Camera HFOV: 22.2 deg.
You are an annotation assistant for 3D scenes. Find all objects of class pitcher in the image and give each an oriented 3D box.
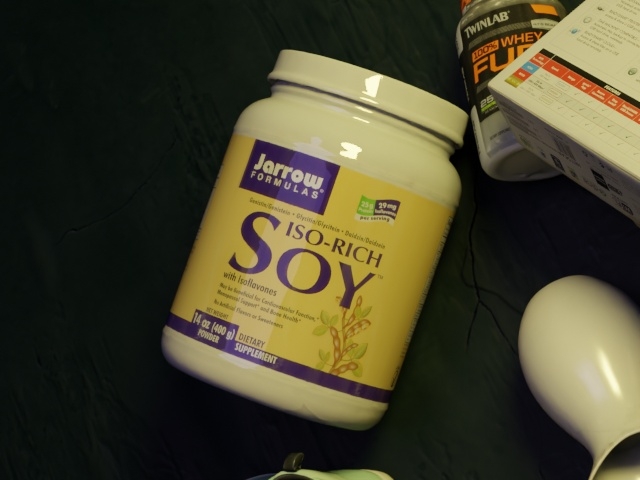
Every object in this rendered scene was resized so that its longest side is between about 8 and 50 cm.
[{"bbox_3d":[0.277,0.117,1.466,0.177,0.125,0.207,-35,43,14],"label":"pitcher"}]

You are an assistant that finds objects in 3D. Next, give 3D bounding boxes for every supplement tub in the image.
[{"bbox_3d":[0.199,-0.164,1.610,0.117,0.117,0.190,-22,67,28],"label":"supplement tub"},{"bbox_3d":[0.000,0.000,1.627,0.241,0.241,0.331,18,89,36],"label":"supplement tub"}]

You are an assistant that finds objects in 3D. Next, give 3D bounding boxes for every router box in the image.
[{"bbox_3d":[0.353,-0.139,1.355,0.301,0.082,0.335,-40,38,-6],"label":"router box"}]

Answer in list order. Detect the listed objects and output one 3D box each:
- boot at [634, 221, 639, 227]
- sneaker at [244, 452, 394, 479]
[{"bbox_3d":[0.388,-0.019,1.348,0.236,0.178,0.085,14,88,-2],"label":"boot"},{"bbox_3d":[-0.064,0.275,1.657,0.256,0.151,0.094,-19,70,31],"label":"sneaker"}]
